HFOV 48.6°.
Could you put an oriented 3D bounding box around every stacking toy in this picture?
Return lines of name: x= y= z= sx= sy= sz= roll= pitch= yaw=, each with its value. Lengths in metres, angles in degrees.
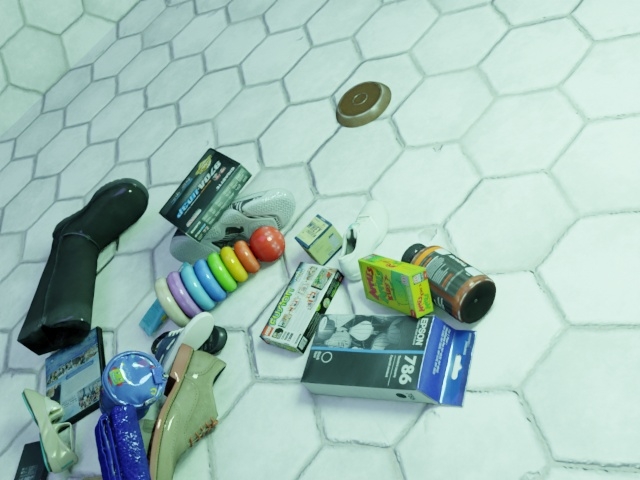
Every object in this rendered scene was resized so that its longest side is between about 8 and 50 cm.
stacking toy: x=-0.231 y=0.076 z=1.730 sx=0.330 sy=0.141 sz=0.141 roll=-31 pitch=43 yaw=0

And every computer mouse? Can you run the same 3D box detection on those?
computer mouse: x=-0.313 y=0.246 z=1.705 sx=0.242 sy=0.041 sz=0.071 roll=-10 pitch=71 yaw=33

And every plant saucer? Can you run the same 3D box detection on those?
plant saucer: x=0.113 y=-0.381 z=1.947 sx=0.169 sy=0.029 sz=0.168 roll=-19 pitch=46 yaw=20

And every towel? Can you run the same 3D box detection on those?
towel: x=-0.379 y=0.483 z=1.357 sx=0.228 sy=0.076 sz=0.308 roll=-43 pitch=58 yaw=55

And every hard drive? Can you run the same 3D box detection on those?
hard drive: x=-0.691 y=0.548 z=1.707 sx=0.094 sy=0.022 sz=0.135 roll=-17 pitch=47 yaw=21

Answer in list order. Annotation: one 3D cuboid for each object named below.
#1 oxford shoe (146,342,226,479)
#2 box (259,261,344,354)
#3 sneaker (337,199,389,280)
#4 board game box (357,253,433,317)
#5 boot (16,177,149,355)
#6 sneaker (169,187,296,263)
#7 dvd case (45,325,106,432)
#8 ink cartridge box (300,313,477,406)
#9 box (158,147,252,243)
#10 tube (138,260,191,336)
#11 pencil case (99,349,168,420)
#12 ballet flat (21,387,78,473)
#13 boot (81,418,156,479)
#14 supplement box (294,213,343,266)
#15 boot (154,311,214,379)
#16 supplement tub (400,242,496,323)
oxford shoe: x=-0.279 y=0.382 z=1.487 sx=0.130 sy=0.123 sz=0.348 roll=17 pitch=55 yaw=-9
box: x=-0.042 y=0.148 z=1.600 sx=0.114 sy=0.036 sz=0.206 roll=10 pitch=61 yaw=39
sneaker: x=0.093 y=-0.019 z=1.609 sx=0.080 sy=0.094 sz=0.212 roll=-3 pitch=53 yaw=34
board game box: x=0.150 y=0.089 z=1.443 sx=0.043 sy=0.092 sz=0.181 roll=-22 pitch=18 yaw=-26
boot: x=-0.644 y=0.066 z=1.967 sx=0.367 sy=0.146 sz=0.445 roll=-33 pitch=34 yaw=24
sneaker: x=-0.236 y=-0.092 z=1.855 sx=0.366 sy=0.137 sz=0.210 roll=-24 pitch=48 yaw=20
dvd case: x=-0.630 y=0.357 z=1.828 sx=0.180 sy=0.022 sz=0.253 roll=-32 pitch=43 yaw=6
ink cartridge box: x=0.130 y=0.229 z=1.401 sx=0.333 sy=0.065 sz=0.165 roll=-3 pitch=53 yaw=31
box: x=-0.292 y=-0.117 z=1.786 sx=0.220 sy=0.051 sz=0.175 roll=-52 pitch=41 yaw=-5
tube: x=-0.391 y=0.149 z=1.827 sx=0.207 sy=0.052 sz=0.080 roll=-53 pitch=31 yaw=-8
pencil case: x=-0.409 y=0.322 z=1.537 sx=0.133 sy=0.306 sz=0.119 roll=-1 pitch=70 yaw=-20
ballet flat: x=-0.644 y=0.444 z=1.706 sx=0.086 sy=0.086 sz=0.248 roll=-38 pitch=56 yaw=1
boot: x=-0.415 y=0.476 z=1.544 sx=0.213 sy=0.077 sz=0.165 roll=-9 pitch=51 yaw=18
supplement box: x=0.000 y=0.000 z=1.661 sx=0.083 sy=0.083 sz=0.056 roll=-46 pitch=43 yaw=-8
boot: x=-0.323 y=0.227 z=1.648 sx=0.190 sy=0.069 sz=0.086 roll=-55 pitch=47 yaw=11
supplement tub: x=0.247 y=0.076 z=1.418 sx=0.106 sy=0.106 sz=0.198 roll=-45 pitch=44 yaw=-7
